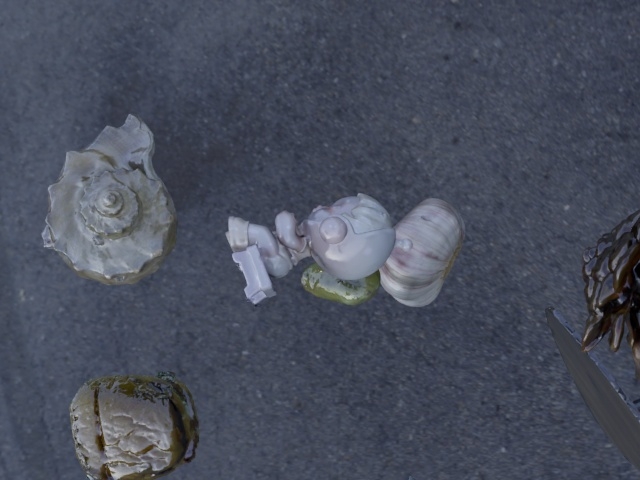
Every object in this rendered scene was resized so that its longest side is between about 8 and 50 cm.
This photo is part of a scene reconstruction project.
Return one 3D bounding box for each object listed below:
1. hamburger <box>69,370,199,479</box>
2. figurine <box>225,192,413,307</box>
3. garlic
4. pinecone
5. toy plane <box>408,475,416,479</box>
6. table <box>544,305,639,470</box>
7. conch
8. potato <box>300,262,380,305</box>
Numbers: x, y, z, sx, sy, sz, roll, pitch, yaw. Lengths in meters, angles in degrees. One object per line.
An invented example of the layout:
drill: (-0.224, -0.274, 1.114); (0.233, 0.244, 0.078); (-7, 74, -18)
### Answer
hamburger: (-0.303, 0.311, 1.337); (0.130, 0.206, 0.183); (-140, 45, -75)
figurine: (0.003, 0.007, 1.158); (0.257, 0.182, 0.144); (-16, 62, -5)
garlic: (0.173, 0.008, 1.773); (0.253, 0.245, 0.244); (20, 88, 11)
pinecone: (0.378, 0.046, 0.836); (0.201, 0.202, 0.228); (26, 93, -2)
toy plane: (0.288, 0.638, 1.837); (0.212, 0.267, 0.088); (-53, 7, 49)
table: (0.541, 0.194, 1.243); (0.249, 0.317, 0.317); (-31, 60, 1)
conch: (-0.330, -0.060, 1.266); (0.324, 0.186, 0.263); (-14, 68, 64)
potato: (0.040, 0.076, 1.523); (0.188, 0.105, 0.085); (3, 116, 46)
